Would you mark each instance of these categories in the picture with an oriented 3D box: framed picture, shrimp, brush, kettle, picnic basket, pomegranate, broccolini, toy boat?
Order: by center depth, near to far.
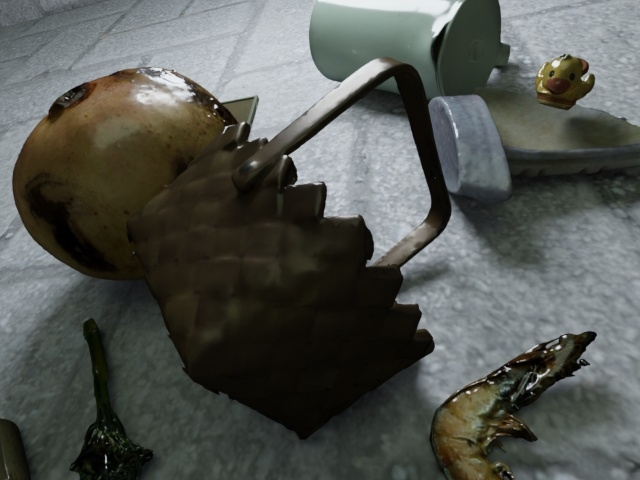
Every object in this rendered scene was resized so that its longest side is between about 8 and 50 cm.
[{"bbox_3d":[0.200,0.168,0.387,0.195,0.035,0.148,-32,41,-5],"label":"shrimp"},{"bbox_3d":[-0.292,0.267,0.451,0.036,0.043,0.248,-31,43,-24],"label":"brush"},{"bbox_3d":[0.000,0.000,0.468,0.321,0.254,0.291,-39,46,-7],"label":"picnic basket"},{"bbox_3d":[-0.261,0.190,0.536,0.254,0.071,0.057,43,111,50],"label":"broccolini"},{"bbox_3d":[-0.255,-0.089,0.637,0.322,0.322,0.322,-10,43,9],"label":"pomegranate"},{"bbox_3d":[0.287,-0.153,0.658,0.294,0.111,0.276,-10,41,-11],"label":"toy boat"},{"bbox_3d":[0.172,-0.379,0.877,0.318,0.265,0.205,28,91,38],"label":"kettle"},{"bbox_3d":[-0.220,-0.256,0.984,0.150,0.015,0.203,-8,43,10],"label":"framed picture"}]

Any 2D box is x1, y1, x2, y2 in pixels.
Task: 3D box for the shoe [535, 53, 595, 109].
[{"bbox_3d":[0.337,-0.222,0.623,0.109,0.069,0.072,-6,31,-35],"label":"shoe"}]
